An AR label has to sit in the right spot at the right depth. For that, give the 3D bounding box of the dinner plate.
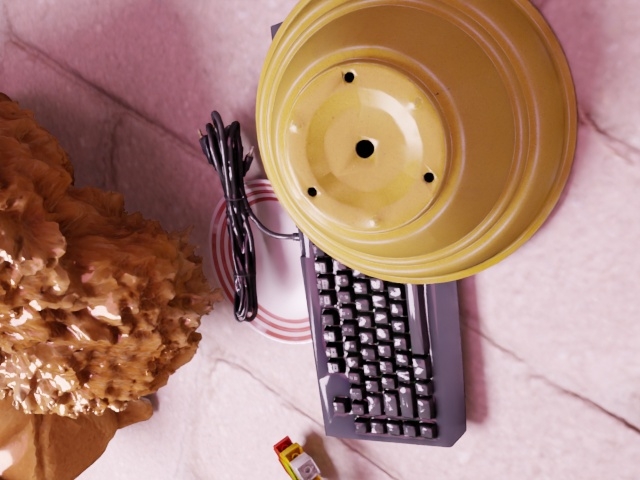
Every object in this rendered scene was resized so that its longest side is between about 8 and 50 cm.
[{"bbox_3d":[-0.034,0.017,0.654,0.141,0.017,0.141,15,117,32],"label":"dinner plate"}]

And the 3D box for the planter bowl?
[{"bbox_3d":[0.039,-0.063,0.489,0.217,0.090,0.217,7,109,21],"label":"planter bowl"}]

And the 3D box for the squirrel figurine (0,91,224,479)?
[{"bbox_3d":[-0.283,0.072,0.703,0.397,0.281,0.370,-8,110,43],"label":"squirrel figurine"}]

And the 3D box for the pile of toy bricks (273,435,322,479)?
[{"bbox_3d":[-0.012,0.281,0.701,0.212,0.118,0.105,60,163,-10],"label":"pile of toy bricks"}]

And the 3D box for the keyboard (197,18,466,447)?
[{"bbox_3d":[0.000,0.000,0.593,0.201,0.033,0.317,0,105,29],"label":"keyboard"}]
